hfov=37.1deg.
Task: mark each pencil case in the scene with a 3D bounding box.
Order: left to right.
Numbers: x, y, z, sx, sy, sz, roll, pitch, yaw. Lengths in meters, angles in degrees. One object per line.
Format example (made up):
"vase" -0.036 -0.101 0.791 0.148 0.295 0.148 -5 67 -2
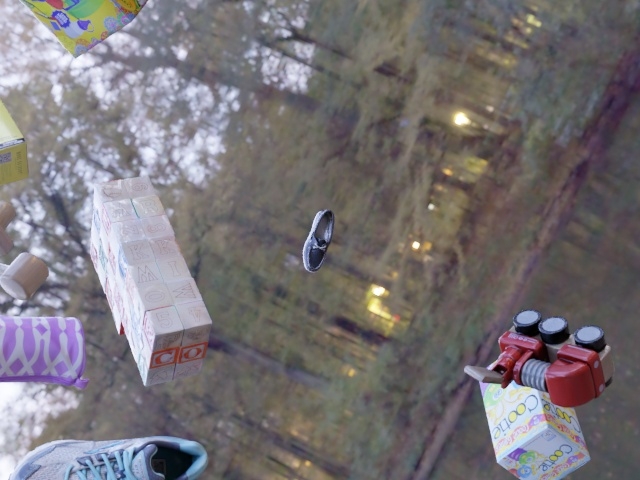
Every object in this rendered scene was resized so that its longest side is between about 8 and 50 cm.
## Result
"pencil case" -0.374 0.131 1.093 0.086 0.206 0.088 -56 44 44

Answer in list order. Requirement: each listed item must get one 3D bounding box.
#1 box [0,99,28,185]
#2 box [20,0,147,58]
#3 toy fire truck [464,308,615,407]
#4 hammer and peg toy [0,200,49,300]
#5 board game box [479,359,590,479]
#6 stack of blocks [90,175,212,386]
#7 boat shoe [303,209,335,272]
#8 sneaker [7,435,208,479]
"box" -0.576 -0.204 1.649 0.058 0.232 0.087 -19 -34 -28
"box" -0.445 -0.553 1.766 0.177 0.290 0.279 -20 33 37
"toy fire truck" 0.404 0.245 1.810 0.246 0.217 0.158 -38 -57 -31
"hammer and peg toy" -0.600 -0.026 1.451 0.361 0.266 0.127 62 -142 -35
"board game box" 0.461 0.382 2.086 0.144 0.142 0.275 -42 25 23
"stack of blocks" -0.264 0.069 1.442 0.087 0.297 0.171 -11 -38 -25
"boat shoe" 0.000 0.000 1.842 0.038 0.046 0.125 157 133 -72
"sneaker" -0.278 0.307 1.281 0.283 0.110 0.122 -4 -15 -44
